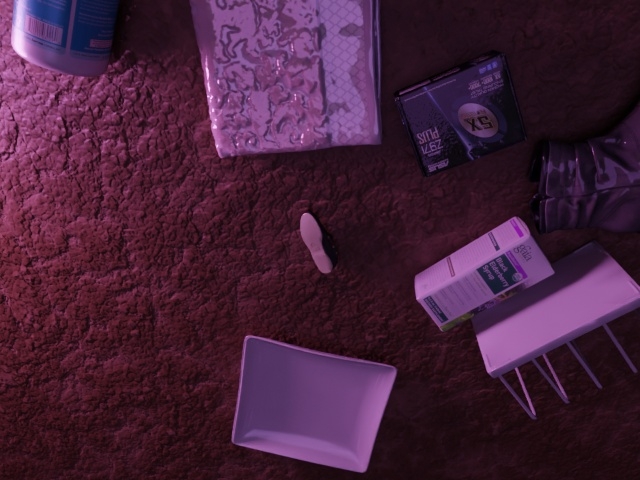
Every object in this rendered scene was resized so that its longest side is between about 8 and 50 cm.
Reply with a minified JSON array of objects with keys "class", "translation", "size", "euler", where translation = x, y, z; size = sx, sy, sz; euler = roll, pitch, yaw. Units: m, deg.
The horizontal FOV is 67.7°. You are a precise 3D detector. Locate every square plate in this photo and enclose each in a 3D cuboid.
[{"class":"square plate","translation":[-0.025,0.387,1.134],"size":[0.347,0.049,0.344],"euler":[12,115,2]}]

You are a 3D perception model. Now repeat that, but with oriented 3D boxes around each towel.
[{"class":"towel","translation":[-0.053,-0.312,0.810],"size":[0.316,0.053,0.332],"euler":[-1,114,8]}]

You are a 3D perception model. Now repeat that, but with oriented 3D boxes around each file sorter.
[{"class":"file sorter","translation":[0.460,0.173,0.896],"size":[0.277,0.193,0.173],"euler":[-36,108,21]}]

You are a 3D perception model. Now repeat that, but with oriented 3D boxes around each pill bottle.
[{"class":"pill bottle","translation":[-0.394,-0.411,0.754],"size":[0.146,0.146,0.264],"euler":[23,115,-4]}]

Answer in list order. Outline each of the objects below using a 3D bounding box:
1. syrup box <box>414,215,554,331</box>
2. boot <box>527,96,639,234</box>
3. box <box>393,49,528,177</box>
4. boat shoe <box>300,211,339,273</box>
[{"class":"syrup box","translation":[0.306,0.065,0.916],"size":[0.236,0.096,0.093],"euler":[-34,106,21]},{"class":"boot","translation":[0.474,-0.159,0.786],"size":[0.222,0.118,0.338],"euler":[3,111,12]},{"class":"box","translation":[0.233,-0.211,0.806],"size":[0.180,0.077,0.147],"euler":[-19,112,15]},{"class":"boat shoe","translation":[-0.001,0.000,0.956],"size":[0.048,0.042,0.133],"euler":[-7,116,38]}]
